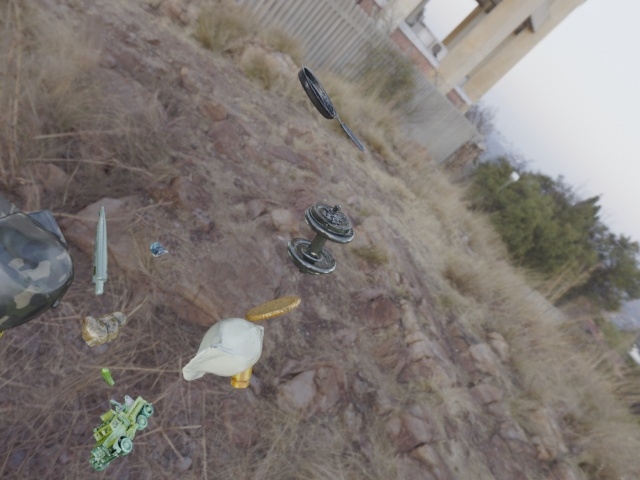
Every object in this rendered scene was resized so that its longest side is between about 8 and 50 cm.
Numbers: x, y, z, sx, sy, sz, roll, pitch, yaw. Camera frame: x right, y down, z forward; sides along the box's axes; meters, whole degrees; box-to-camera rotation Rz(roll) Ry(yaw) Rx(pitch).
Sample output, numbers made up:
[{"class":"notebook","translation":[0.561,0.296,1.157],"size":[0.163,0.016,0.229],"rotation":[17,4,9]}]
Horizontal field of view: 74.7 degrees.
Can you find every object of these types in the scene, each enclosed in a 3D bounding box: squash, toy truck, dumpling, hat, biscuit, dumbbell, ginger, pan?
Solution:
[{"class":"squash","translation":[-0.757,0.485,1.492],"size":[0.027,0.089,0.027],"rotation":[-2,31,1]},{"class":"toy truck","translation":[-0.669,0.612,1.376],"size":[0.135,0.128,0.259],"rotation":[54,6,-14]},{"class":"dumpling","translation":[-0.215,0.248,0.941],"size":[0.126,0.166,0.215],"rotation":[47,18,-14]},{"class":"hat","translation":[-0.702,0.029,0.882],"size":[0.258,0.381,0.365],"rotation":[26,60,-7]},{"class":"biscuit","translation":[-0.204,0.296,1.817],"size":[0.254,0.254,0.035],"rotation":[-27,102,-64]},{"class":"dumbbell","translation":[0.000,0.000,1.452],"size":[0.192,0.289,0.192],"rotation":[24,26,-12]},{"class":"ginger","translation":[-0.718,0.287,1.408],"size":[0.104,0.080,0.204],"rotation":[60,4,2]},{"class":"pan","translation":[0.023,-0.294,0.959],"size":[0.235,0.028,0.136],"rotation":[51,21,-16]}]

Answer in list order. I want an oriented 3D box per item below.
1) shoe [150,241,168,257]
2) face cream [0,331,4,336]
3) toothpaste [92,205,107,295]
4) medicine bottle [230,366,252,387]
[{"class":"shoe","translation":[-0.772,0.043,1.998],"size":[0.064,0.143,0.071],"rotation":[-29,109,-27]},{"class":"face cream","translation":[-1.087,0.232,1.443],"size":[0.078,0.078,0.273],"rotation":[33,22,-28]},{"class":"toothpaste","translation":[-0.615,0.029,1.171],"size":[0.037,0.067,0.255],"rotation":[5,64,-35]},{"class":"medicine bottle","translation":[-0.386,0.625,2.089],"size":[0.097,0.191,0.096],"rotation":[11,9,-2]}]
